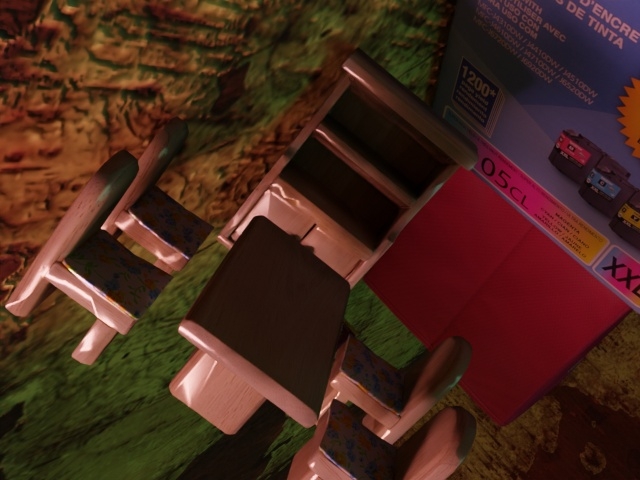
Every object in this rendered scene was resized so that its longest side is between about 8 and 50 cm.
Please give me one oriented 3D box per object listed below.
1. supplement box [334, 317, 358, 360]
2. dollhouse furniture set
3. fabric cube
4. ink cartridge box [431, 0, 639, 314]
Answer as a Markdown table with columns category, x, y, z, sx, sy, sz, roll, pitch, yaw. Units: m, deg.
| category | x | y | z | sx | sy | sz | roll | pitch | yaw |
| --- | --- | --- | --- | --- | --- | --- | --- | --- | --- |
| supplement box | 0.001 | 0.136 | 0.969 | 0.083 | 0.043 | 0.055 | -21 | 153 | -47 |
| dollhouse furniture set | 0.000 | 0.000 | 0.427 | 0.161 | 0.212 | 0.242 | -49 | -173 | 22 |
| fabric cube | 0.262 | 0.016 | 0.905 | 0.254 | 0.259 | 0.258 | -21 | 151 | -46 |
| ink cartridge box | 0.235 | -0.138 | 0.494 | 0.151 | 0.270 | 0.395 | -41 | 162 | -17 |
